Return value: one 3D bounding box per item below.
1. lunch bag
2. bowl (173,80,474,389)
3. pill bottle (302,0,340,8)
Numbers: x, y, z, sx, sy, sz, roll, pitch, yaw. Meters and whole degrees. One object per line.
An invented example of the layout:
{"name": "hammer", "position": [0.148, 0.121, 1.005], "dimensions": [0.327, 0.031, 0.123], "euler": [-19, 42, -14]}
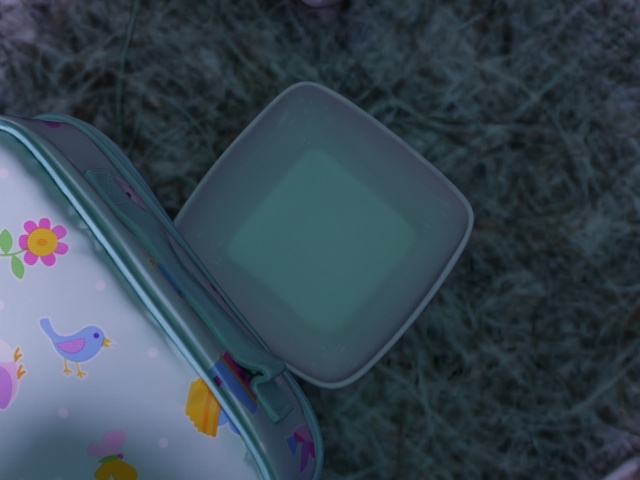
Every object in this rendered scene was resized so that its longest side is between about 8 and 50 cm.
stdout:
{"name": "lunch bag", "position": [-0.139, 0.082, 0.722], "dimensions": [0.224, 0.108, 0.279], "euler": [-38, 85, 12]}
{"name": "bowl", "position": [0.000, 0.000, 0.774], "dimensions": [0.142, 0.053, 0.142], "euler": [39, 85, 7]}
{"name": "pill bottle", "position": [-0.047, -0.240, 0.771], "dimensions": [0.216, 0.121, 0.121], "euler": [39, 86, 7]}
